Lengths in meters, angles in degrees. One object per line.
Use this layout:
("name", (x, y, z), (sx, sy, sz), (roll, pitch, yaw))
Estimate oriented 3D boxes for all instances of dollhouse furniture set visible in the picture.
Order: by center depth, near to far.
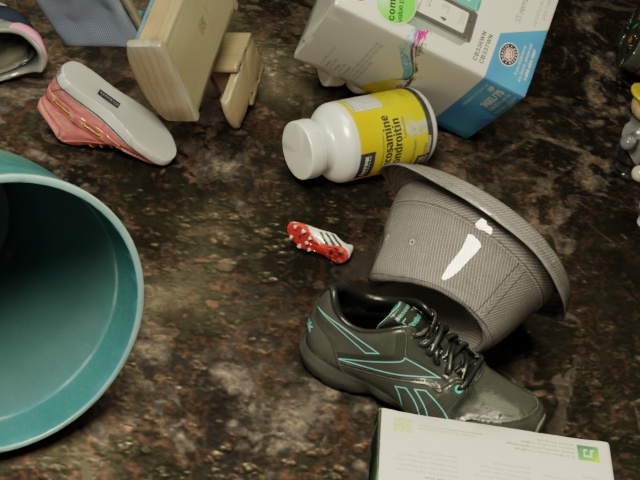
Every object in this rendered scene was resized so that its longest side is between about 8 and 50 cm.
("dollhouse furniture set", (-0.273, -0.245, 1.672), (0.303, 0.286, 0.198), (3, 56, 20))

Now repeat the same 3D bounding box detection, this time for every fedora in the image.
("fedora", (0.136, 0.035, 1.397), (0.124, 0.244, 0.275), (-49, 31, -13))

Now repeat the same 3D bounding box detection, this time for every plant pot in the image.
("plant pot", (-0.342, 0.023, 1.243), (0.271, 0.272, 0.255), (-13, 28, -27))

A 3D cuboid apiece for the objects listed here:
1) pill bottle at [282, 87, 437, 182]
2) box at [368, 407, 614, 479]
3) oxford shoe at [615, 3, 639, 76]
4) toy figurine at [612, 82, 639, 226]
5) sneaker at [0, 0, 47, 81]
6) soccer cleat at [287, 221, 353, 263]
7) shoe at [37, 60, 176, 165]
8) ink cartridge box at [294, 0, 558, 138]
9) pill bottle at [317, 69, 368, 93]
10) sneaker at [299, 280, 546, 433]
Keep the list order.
("pill bottle", (0.049, -0.130, 1.648), (0.184, 0.103, 0.103), (-15, 43, -29))
("box", (0.154, 0.293, 1.154), (0.232, 0.058, 0.322), (9, 35, -1))
("oxford shoe", (0.515, -0.304, 2.021), (0.096, 0.083, 0.227), (29, 37, -6))
("toy figurine", (0.498, -0.108, 1.683), (0.209, 0.148, 0.213), (5, 37, -6))
("sneaker", (-0.496, -0.231, 1.650), (0.319, 0.112, 0.131), (-26, 46, -36))
("soccer cleat", (0.000, 0.000, 1.530), (0.083, 0.029, 0.035), (26, 31, 15))
("shoe", (-0.269, -0.142, 1.629), (0.178, 0.081, 0.063), (38, 40, -12))
("ink cartridge box", (0.139, -0.296, 1.695), (0.270, 0.197, 0.198), (24, 73, -11))
("pill bottle", (0.085, -0.254, 1.826), (0.169, 0.094, 0.094), (-5, 39, -18))
("sneaker", (0.104, 0.127, 1.321), (0.267, 0.106, 0.101), (20, 37, 12))
